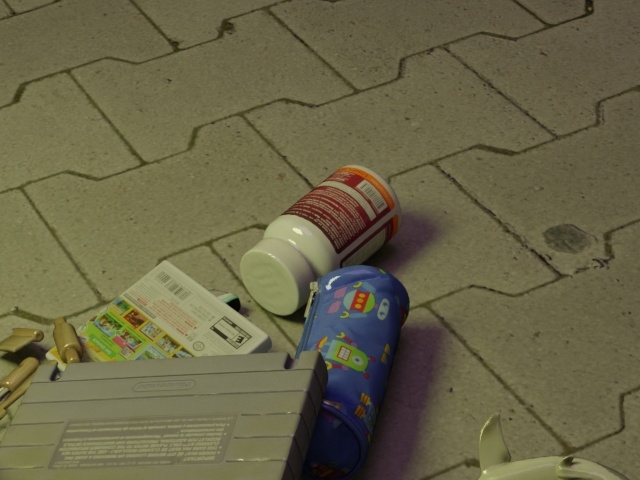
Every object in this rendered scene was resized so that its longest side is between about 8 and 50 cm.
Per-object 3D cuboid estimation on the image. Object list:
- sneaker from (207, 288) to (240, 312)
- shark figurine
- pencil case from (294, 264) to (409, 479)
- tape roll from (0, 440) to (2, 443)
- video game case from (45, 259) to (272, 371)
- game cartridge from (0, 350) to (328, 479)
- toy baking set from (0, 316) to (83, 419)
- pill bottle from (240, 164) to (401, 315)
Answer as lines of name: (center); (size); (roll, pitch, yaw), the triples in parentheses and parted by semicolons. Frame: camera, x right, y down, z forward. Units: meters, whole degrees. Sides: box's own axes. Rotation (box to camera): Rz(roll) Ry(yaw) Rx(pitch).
sneaker: (-0.160, 0.094, 2.302); (0.098, 0.038, 0.069); (-30, 37, -36)
shark figurine: (0.272, 0.283, 1.937); (0.278, 0.116, 0.166); (-2, 69, 18)
pencil case: (0.022, 0.150, 2.123); (0.133, 0.119, 0.306); (27, 38, -6)
tape roll: (-0.306, 0.344, 1.939); (0.321, 0.077, 0.321); (-3, 36, 2)
video game case: (-0.206, 0.139, 2.214); (0.206, 0.026, 0.227); (-39, 47, -19)
game cartridge: (-0.183, 0.221, 1.951); (0.355, 0.068, 0.230); (-4, 39, 17)
toy baking set: (-0.381, 0.174, 2.174); (0.197, 0.030, 0.256); (-31, 22, -9)
pill bottle: (0.000, 0.000, 2.334); (0.121, 0.121, 0.221); (22, 44, 32)
